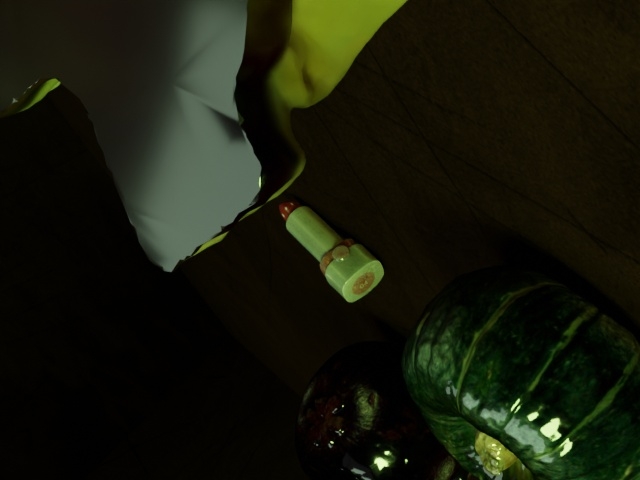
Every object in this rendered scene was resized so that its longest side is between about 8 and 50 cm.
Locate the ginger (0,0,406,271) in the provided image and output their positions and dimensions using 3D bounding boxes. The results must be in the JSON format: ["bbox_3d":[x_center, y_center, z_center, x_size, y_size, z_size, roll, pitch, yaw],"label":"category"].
[{"bbox_3d":[-0.038,-0.204,0.438,0.413,0.211,0.358,28,124,20],"label":"ginger"}]

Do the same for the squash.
[{"bbox_3d":[0.193,0.139,1.017,0.252,0.165,0.252,46,168,13],"label":"squash"}]

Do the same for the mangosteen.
[{"bbox_3d":[0.101,0.290,1.698,0.288,0.233,0.287,23,150,14],"label":"mangosteen"}]

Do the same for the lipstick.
[{"bbox_3d":[0.000,-0.001,1.495,0.186,0.063,0.057,43,167,36],"label":"lipstick"}]
